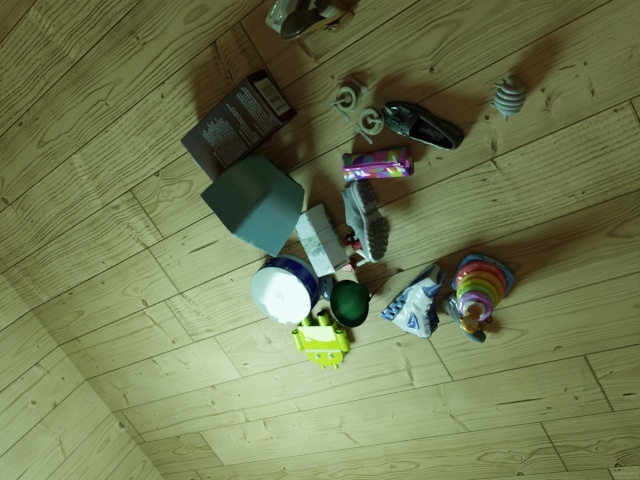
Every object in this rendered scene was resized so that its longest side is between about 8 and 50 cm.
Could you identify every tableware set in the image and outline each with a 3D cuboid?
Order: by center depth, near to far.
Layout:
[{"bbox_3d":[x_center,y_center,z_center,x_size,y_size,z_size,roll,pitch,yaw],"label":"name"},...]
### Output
[{"bbox_3d":[0.115,-0.402,1.674,0.194,0.039,0.128,47,128,16],"label":"tableware set"}]

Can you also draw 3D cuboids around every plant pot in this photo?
[{"bbox_3d":[-0.202,-0.140,1.853,0.252,0.247,0.248,-49,52,6],"label":"plant pot"}]

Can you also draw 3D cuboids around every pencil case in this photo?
[{"bbox_3d":[0.183,-0.243,1.729,0.236,0.104,0.104,-3,116,28],"label":"pencil case"}]

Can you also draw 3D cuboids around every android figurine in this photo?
[{"bbox_3d":[0.004,0.411,2.217,0.248,0.056,0.273,-4,114,27],"label":"android figurine"}]

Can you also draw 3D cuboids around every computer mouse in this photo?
[{"bbox_3d":[0.017,0.131,2.058,0.071,0.041,0.242,-1,116,27],"label":"computer mouse"}]

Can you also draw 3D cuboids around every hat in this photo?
[{"bbox_3d":[0.155,0.191,1.926,0.173,0.208,0.183,27,148,-22],"label":"hat"}]

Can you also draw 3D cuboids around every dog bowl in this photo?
[{"bbox_3d":[-0.136,0.191,2.126,0.265,0.104,0.265,12,122,20],"label":"dog bowl"}]

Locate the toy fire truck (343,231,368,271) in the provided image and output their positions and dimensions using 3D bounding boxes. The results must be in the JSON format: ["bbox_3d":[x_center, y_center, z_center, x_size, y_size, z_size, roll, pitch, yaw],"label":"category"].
[{"bbox_3d":[0.148,0.032,1.933,0.192,0.047,0.135,-15,111,30],"label":"toy fire truck"}]

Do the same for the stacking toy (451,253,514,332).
[{"bbox_3d":[0.487,0.188,1.701,0.175,0.302,0.166,28,126,10],"label":"stacking toy"}]

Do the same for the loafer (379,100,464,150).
[{"bbox_3d":[0.296,-0.343,1.625,0.267,0.084,0.096,24,125,12],"label":"loafer"}]

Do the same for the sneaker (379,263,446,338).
[{"bbox_3d":[0.362,0.229,1.894,0.182,0.127,0.315,42,134,4],"label":"sneaker"}]

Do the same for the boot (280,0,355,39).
[{"bbox_3d":[-0.006,-0.624,1.570,0.197,0.152,0.073,-18,86,33],"label":"boot"}]

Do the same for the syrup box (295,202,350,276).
[{"bbox_3d":[0.000,0.000,1.925,0.093,0.096,0.237,-21,98,48],"label":"syrup box"}]

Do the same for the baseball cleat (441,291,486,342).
[{"bbox_3d":[0.513,0.265,1.876,0.206,0.072,0.109,42,127,-2],"label":"baseball cleat"}]

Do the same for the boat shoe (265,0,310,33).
[{"bbox_3d":[-0.068,-0.747,1.546,0.110,0.121,0.341,34,128,4],"label":"boat shoe"}]

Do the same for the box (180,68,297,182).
[{"bbox_3d":[-0.281,-0.382,1.849,0.381,0.143,0.191,-31,101,34],"label":"box"}]

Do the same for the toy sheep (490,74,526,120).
[{"bbox_3d":[0.518,-0.391,1.494,0.091,0.091,0.132,12,136,19],"label":"toy sheep"}]

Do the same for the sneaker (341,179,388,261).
[{"bbox_3d":[0.146,-0.062,1.836,0.115,0.105,0.281,-19,82,49],"label":"sneaker"}]
